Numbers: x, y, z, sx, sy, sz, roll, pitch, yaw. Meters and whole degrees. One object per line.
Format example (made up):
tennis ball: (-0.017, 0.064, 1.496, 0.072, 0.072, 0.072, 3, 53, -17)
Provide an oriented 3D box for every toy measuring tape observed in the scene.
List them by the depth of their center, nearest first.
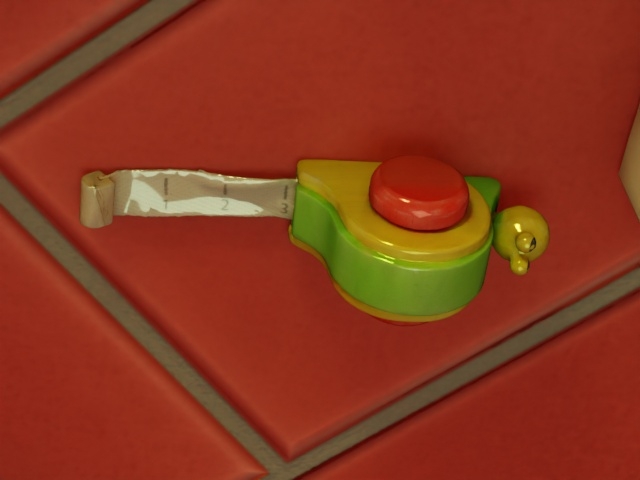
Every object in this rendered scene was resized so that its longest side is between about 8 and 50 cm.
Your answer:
toy measuring tape: (0.000, 0.000, 1.134, 0.330, 0.121, 0.121, 2, 126, -8)

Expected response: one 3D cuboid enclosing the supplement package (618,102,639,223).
supplement package: (0.366, -0.060, 1.081, 0.263, 0.199, 0.198, 4, 125, -10)
